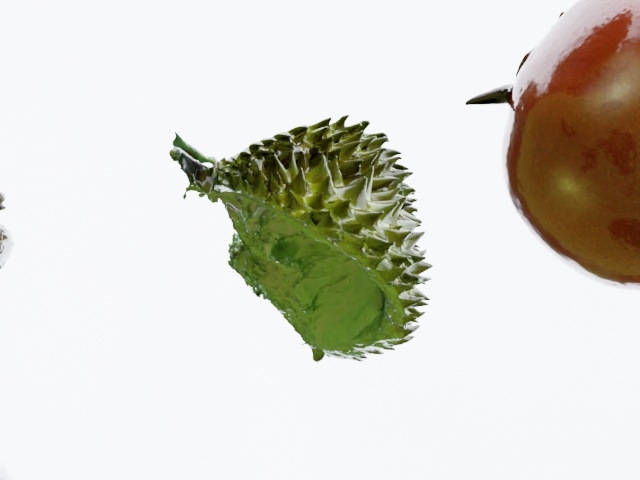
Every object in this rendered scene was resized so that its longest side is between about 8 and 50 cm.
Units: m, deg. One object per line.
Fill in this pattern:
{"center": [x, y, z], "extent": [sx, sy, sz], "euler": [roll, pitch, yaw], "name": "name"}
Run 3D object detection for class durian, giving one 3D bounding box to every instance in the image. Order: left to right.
{"center": [0.000, 0.000, 0.897], "extent": [0.215, 0.100, 0.086], "euler": [60, 13, -54], "name": "durian"}

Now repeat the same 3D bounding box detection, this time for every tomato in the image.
{"center": [0.266, -0.082, 1.467], "extent": [0.224, 0.256, 0.256], "euler": [32, -37, 53], "name": "tomato"}

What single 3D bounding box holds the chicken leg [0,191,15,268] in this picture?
{"center": [-0.215, 0.021, 0.849], "extent": [0.198, 0.085, 0.069], "euler": [-23, -55, 29], "name": "chicken leg"}
